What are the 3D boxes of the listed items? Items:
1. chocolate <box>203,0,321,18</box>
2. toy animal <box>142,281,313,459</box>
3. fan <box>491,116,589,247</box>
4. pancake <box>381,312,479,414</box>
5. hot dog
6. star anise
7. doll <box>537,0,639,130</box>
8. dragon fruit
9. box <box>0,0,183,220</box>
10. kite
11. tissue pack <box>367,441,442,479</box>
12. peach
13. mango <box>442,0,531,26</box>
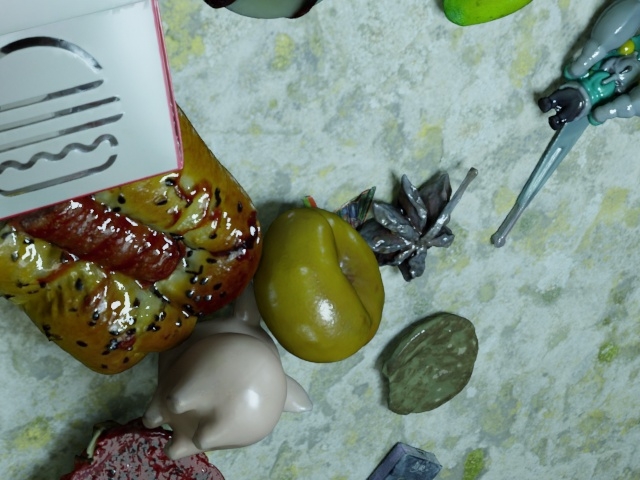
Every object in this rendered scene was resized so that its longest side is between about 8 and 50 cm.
[{"bbox_3d":[-0.058,-0.405,1.302,0.283,0.186,0.284,-14,127,-20],"label":"chocolate"},{"bbox_3d":[-0.148,0.217,1.617,0.269,0.326,0.237,-30,96,-31],"label":"toy animal"},{"bbox_3d":[0.385,-0.104,1.857,0.057,0.023,0.282,12,116,-43],"label":"fan"},{"bbox_3d":[0.203,0.234,1.981,0.222,0.042,0.236,-40,134,-4],"label":"pancake"},{"bbox_3d":[-0.270,0.012,1.481,0.367,0.196,0.365,-36,135,2],"label":"hot dog"},{"bbox_3d":[0.163,-0.028,1.746,0.209,0.089,0.231,4,132,-39],"label":"star anise"},{"bbox_3d":[0.498,-0.260,1.717,0.195,0.153,0.258,34,90,-3],"label":"doll"},{"bbox_3d":[-0.302,0.379,1.756,0.316,0.152,0.205,-1,105,-12],"label":"dragon fruit"},{"bbox_3d":[-0.353,-0.230,1.181,0.314,0.312,0.300,-18,129,-18],"label":"box"},{"bbox_3d":[0.000,0.000,1.728,0.241,0.014,0.183,-29,130,-6],"label":"kite"},{"bbox_3d":[0.156,0.482,2.121,0.112,0.051,0.156,25,108,-37],"label":"tissue pack"},{"bbox_3d":[0.000,0.067,1.624,0.153,0.251,0.251,-11,137,26],"label":"peach"},{"bbox_3d":[0.261,-0.377,1.551,0.178,0.100,0.119,-32,134,6],"label":"mango"}]
